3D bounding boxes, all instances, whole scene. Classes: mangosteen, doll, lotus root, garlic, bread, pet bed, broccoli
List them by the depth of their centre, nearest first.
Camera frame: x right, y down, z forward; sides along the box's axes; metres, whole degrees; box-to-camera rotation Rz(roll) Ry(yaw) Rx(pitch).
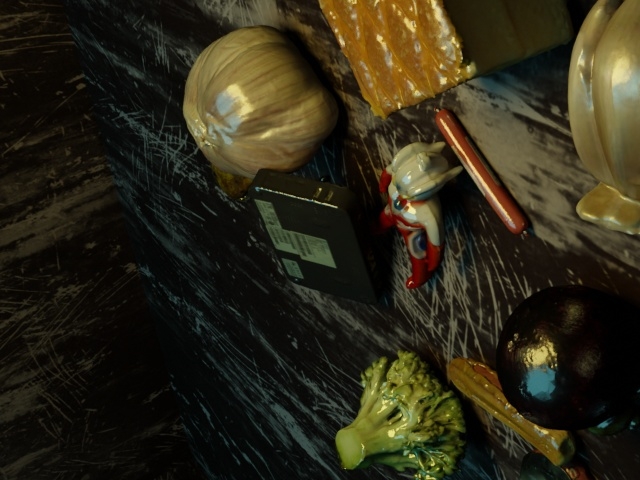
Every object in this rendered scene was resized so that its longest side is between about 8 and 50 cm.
[{"bbox_3d":[0.385,-0.130,1.130,0.279,0.132,0.325,34,148,37],"label":"garlic"},{"bbox_3d":[0.149,-0.327,1.328,0.279,0.207,0.279,65,156,-2],"label":"bread"},{"bbox_3d":[0.364,0.181,1.413,0.250,0.211,0.211,39,164,-19],"label":"mangosteen"},{"bbox_3d":[0.155,-0.048,1.697,0.188,0.099,0.384,57,164,20],"label":"doll"},{"bbox_3d":[0.409,0.436,1.714,0.201,0.054,0.201,48,152,35],"label":"pet bed"},{"bbox_3d":[-0.126,-0.253,1.915,0.317,0.259,0.317,52,158,32],"label":"garlic"},{"bbox_3d":[0.141,0.342,1.946,0.288,0.246,0.247,-10,94,61],"label":"broccoli"},{"bbox_3d":[-0.191,-0.180,2.295,0.120,0.120,0.209,38,147,47],"label":"lotus root"}]

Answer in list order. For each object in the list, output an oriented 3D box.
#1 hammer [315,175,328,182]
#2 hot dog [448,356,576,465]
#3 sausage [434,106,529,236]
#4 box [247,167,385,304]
[{"bbox_3d":[0.039,-0.049,2.066,0.178,0.021,0.065,60,156,7],"label":"hammer"},{"bbox_3d":[0.325,0.284,1.729,0.286,0.061,0.087,40,149,44],"label":"hot dog"},{"bbox_3d":[0.244,-0.107,1.558,0.253,0.034,0.034,58,156,16],"label":"sausage"},{"bbox_3d":[0.000,0.000,1.929,0.211,0.058,0.350,16,152,24],"label":"box"}]
